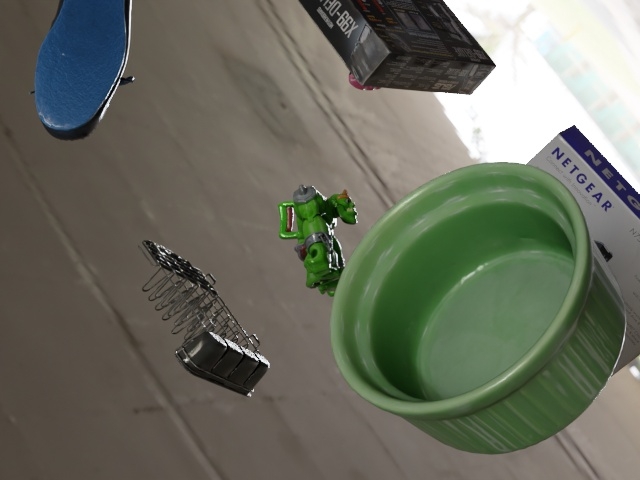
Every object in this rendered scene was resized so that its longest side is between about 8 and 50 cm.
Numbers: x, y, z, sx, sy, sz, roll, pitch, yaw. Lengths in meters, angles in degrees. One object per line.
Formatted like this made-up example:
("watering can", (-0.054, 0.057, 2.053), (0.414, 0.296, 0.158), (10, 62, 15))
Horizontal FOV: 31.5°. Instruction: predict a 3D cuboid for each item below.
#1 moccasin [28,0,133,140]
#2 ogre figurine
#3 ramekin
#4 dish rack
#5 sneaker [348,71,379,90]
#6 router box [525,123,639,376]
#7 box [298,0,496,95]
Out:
("moccasin", (-0.317, -0.282, 1.623), (0.117, 0.137, 0.342), (98, -178, -64))
("ogre figurine", (0.000, 0.000, 1.384), (0.197, 0.096, 0.118), (10, -117, -63))
("ramekin", (0.174, 0.079, 1.217), (0.148, 0.303, 0.303), (44, -163, -38))
("dish rack", (-0.202, 0.118, 1.846), (0.271, 0.074, 0.208), (51, -173, 32))
("sneaker", (0.119, -0.345, 2.176), (0.075, 0.170, 0.063), (51, 160, 33))
("router box", (0.395, 0.041, 1.783), (0.335, 0.301, 0.082), (48, -147, 9))
("box", (0.115, -0.348, 1.813), (0.307, 0.076, 0.242), (-5, -126, -51))
